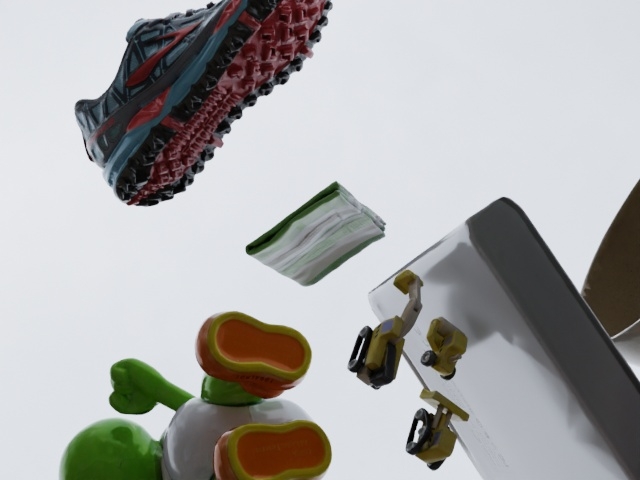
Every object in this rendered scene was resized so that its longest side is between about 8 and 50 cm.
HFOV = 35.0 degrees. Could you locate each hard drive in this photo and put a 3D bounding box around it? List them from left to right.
[{"bbox_3d":[0.128,0.094,0.724,0.040,0.307,0.203,-32,-95,-13],"label":"hard drive"}]

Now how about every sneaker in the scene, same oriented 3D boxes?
[{"bbox_3d":[-0.104,-0.158,0.820,0.262,0.104,0.125,-46,-114,5],"label":"sneaker"}]

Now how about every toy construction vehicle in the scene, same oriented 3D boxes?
[{"bbox_3d":[0.064,0.078,0.627,0.086,0.098,0.035,40,-40,-21],"label":"toy construction vehicle"}]

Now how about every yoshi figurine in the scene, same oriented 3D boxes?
[{"bbox_3d":[-0.145,0.206,0.964,0.203,0.203,0.362,43,-38,0],"label":"yoshi figurine"}]

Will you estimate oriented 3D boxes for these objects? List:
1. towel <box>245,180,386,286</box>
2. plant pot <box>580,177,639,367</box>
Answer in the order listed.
[{"bbox_3d":[0.000,0.000,0.999,0.113,0.152,0.023,-37,-112,8],"label":"towel"},{"bbox_3d":[0.388,0.018,0.897,0.190,0.284,0.284,31,-76,-1],"label":"plant pot"}]
